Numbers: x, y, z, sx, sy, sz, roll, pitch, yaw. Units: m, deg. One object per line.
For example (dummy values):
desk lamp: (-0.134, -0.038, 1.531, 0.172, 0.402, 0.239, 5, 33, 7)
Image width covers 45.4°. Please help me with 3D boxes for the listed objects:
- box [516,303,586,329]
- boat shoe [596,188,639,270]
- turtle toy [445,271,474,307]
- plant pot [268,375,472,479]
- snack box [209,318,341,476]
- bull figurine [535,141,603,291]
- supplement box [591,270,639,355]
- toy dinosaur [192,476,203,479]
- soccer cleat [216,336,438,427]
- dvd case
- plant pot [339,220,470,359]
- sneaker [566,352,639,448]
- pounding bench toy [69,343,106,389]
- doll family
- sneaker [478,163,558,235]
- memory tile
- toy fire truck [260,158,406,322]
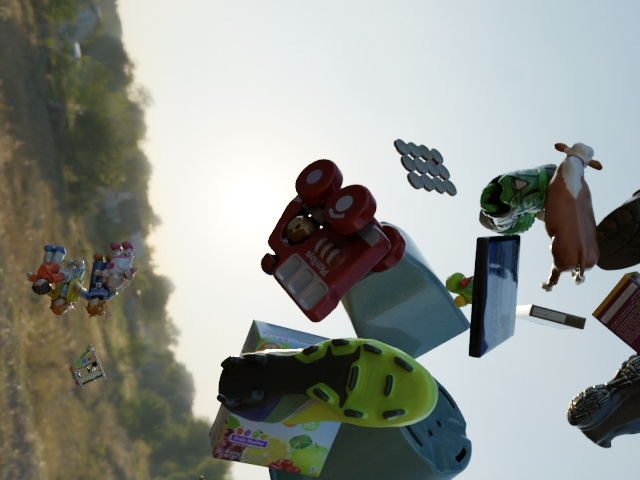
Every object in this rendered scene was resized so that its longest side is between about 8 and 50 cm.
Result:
box: (0.587, 0.199, 1.979, 0.225, 0.136, 0.036, 67, 37, -82)
boat shoe: (0.679, -0.062, 1.532, 0.324, 0.120, 0.122, -44, -99, 28)
turtle toy: (0.301, 0.094, 1.494, 0.130, 0.095, 0.066, -3, -89, 44)
plant pot: (0.120, 0.455, 1.652, 0.334, 0.341, 0.341, -43, -130, 29)
snack box: (-0.052, 0.240, 1.152, 0.070, 0.175, 0.207, -129, -123, -66)
bull figurine: (0.495, -0.048, 1.529, 0.188, 0.101, 0.310, 89, 11, -56)
supplement box: (0.608, 0.155, 1.391, 0.188, 0.081, 0.104, 44, -63, 26)
toy dinosaur: (-0.276, 0.500, 1.369, 0.092, 0.183, 0.053, 51, -15, 41)
soccer cleat: (0.012, 0.166, 0.874, 0.289, 0.121, 0.093, -7, -113, 35)
dvd case: (0.285, 0.081, 1.236, 0.253, 0.022, 0.180, -3, 96, -64)
plant pot: (0.150, 0.108, 1.743, 0.252, 0.248, 0.247, 58, 3, -39)
sneaker: (0.668, 0.332, 1.616, 0.130, 0.286, 0.109, 48, 19, -12)
pounding bench toy: (-0.533, 0.282, 1.727, 0.083, 0.065, 0.052, 55, -21, 33)
doll family: (-0.540, 0.103, 1.772, 0.163, 0.263, 0.118, -91, 175, -46)
sneaker: (0.425, -0.098, 1.764, 0.343, 0.146, 0.134, 109, -21, -75)
memory tile: (0.198, -0.136, 1.444, 0.012, 0.148, 0.113, -37, -118, 36)
toy fire truck: (0.000, 0.000, 1.522, 0.169, 0.254, 0.302, 50, -4, -41)
